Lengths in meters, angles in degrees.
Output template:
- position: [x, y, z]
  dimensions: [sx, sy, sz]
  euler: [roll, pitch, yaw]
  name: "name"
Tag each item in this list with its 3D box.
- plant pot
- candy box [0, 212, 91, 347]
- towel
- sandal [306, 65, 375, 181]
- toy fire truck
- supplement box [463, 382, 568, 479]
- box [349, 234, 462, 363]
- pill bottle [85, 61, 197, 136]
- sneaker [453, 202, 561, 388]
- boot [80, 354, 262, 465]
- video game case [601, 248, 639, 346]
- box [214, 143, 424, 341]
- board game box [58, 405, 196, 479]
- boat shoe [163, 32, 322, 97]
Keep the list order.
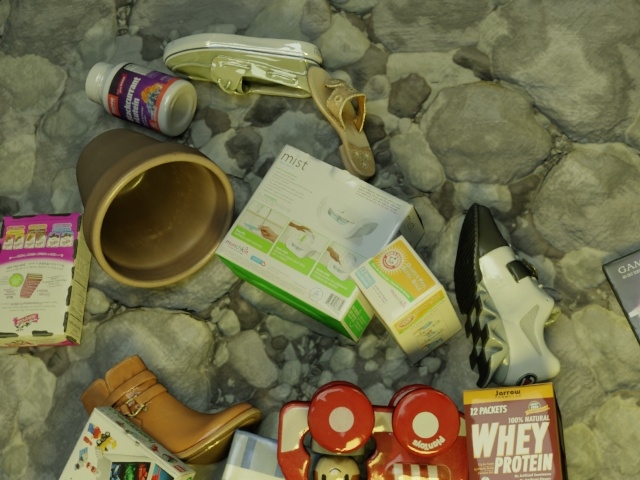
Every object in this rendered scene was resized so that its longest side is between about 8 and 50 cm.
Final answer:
- position: [-0.313, -0.084, 2.025]
  dimensions: [0.263, 0.263, 0.229]
  euler: [-41, 45, -4]
  name: "plant pot"
- position: [-0.502, 0.072, 2.089]
  dimensions: [0.159, 0.071, 0.233]
  euler: [-2, 67, 14]
  name: "candy box"
- position: [-0.069, 0.453, 1.796]
  dimensions: [0.209, 0.034, 0.285]
  euler: [14, 72, -1]
  name: "towel"
- position: [0.057, -0.224, 2.034]
  dimensions: [0.079, 0.088, 0.240]
  euler: [-38, 63, 40]
  name: "sandal"
- position: [0.084, 0.344, 1.751]
  dimensions: [0.302, 0.169, 0.254]
  euler: [2, 85, -1]
  name: "toy fire truck"
- position: [0.290, 0.328, 1.692]
  dimensions: [0.129, 0.194, 0.191]
  euler: [-7, 66, 13]
  name: "supplement box"
- position: [0.137, 0.096, 1.826]
  dimensions: [0.103, 0.203, 0.114]
  euler: [-36, 63, -1]
  name: "box"
- position: [-0.337, -0.270, 2.164]
  dimensions: [0.193, 0.108, 0.108]
  euler: [20, 75, 22]
  name: "pill bottle"
- position: [0.299, 0.088, 1.844]
  dimensions: [0.146, 0.122, 0.330]
  euler: [2, 56, -11]
  name: "sneaker"
- position: [-0.254, 0.282, 1.921]
  dimensions: [0.283, 0.109, 0.220]
  euler: [-34, 64, 12]
  name: "boot"
- position: [0.582, 0.120, 1.792]
  dimensions: [0.196, 0.026, 0.274]
  euler: [-23, 63, 5]
  name: "video game case"
- position: [0.000, 0.000, 1.947]
  dimensions: [0.262, 0.127, 0.231]
  euler: [26, 77, 24]
  name: "box"
- position: [-0.344, 0.444, 1.845]
  dimensions: [0.193, 0.053, 0.305]
  euler: [32, 101, 24]
  name: "board game box"
- position: [-0.149, -0.317, 2.133]
  dimensions: [0.302, 0.109, 0.094]
  euler: [2, 71, 14]
  name: "boat shoe"
